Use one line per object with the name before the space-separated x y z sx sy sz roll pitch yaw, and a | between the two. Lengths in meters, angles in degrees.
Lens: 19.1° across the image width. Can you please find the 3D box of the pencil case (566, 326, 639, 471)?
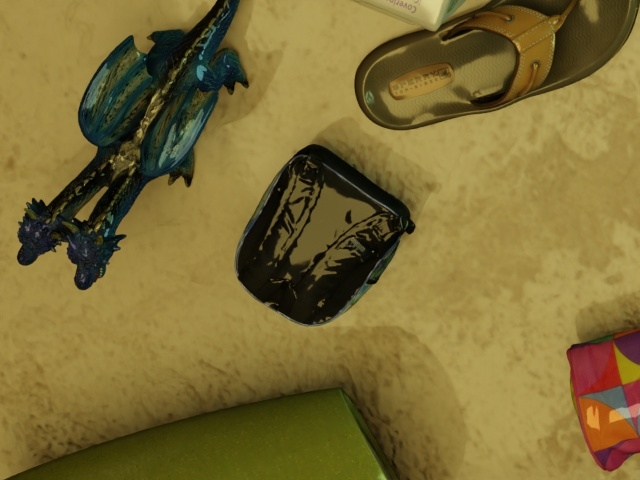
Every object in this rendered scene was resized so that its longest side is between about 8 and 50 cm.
pencil case | 0.295 0.091 1.344 0.236 0.104 0.104 -15 100 15

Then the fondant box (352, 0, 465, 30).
fondant box | 0.105 -0.314 1.206 0.096 0.238 0.330 21 107 5

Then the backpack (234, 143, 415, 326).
backpack | 0.000 0.000 1.387 0.105 0.084 0.114 35 103 2

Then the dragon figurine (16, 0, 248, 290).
dragon figurine | -0.117 -0.096 1.356 0.085 0.144 0.289 32 108 2

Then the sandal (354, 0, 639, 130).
sandal | 0.122 -0.135 1.341 0.219 0.060 0.090 -18 100 16

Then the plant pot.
plant pot | -0.078 0.237 1.394 0.293 0.275 0.275 -30 96 1
